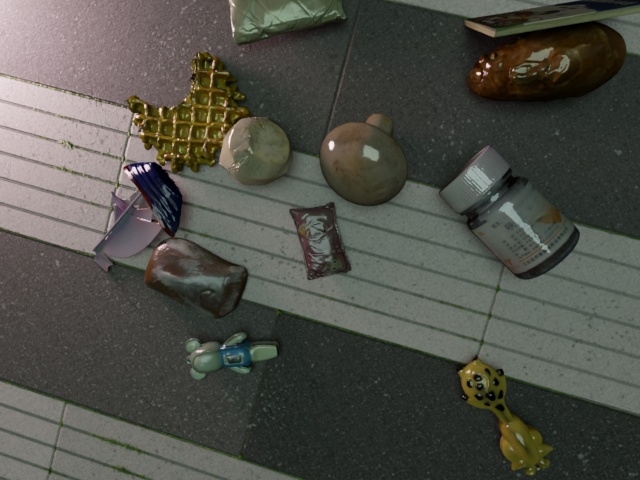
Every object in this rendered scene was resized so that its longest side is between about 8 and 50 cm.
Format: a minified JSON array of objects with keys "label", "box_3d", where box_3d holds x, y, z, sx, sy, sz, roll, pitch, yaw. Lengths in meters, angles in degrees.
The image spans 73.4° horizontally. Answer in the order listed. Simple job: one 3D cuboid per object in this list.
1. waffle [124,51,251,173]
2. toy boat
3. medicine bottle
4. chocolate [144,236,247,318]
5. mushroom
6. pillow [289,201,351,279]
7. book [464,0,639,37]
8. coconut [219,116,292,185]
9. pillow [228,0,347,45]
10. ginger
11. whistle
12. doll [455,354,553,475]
[{"label":"waffle","box_3d":[-0.322,-0.306,1.064,0.292,0.069,0.260,-34,87,7]},{"label":"toy boat","box_3d":[-0.458,-0.041,1.077,0.218,0.072,0.319,27,97,17]},{"label":"medicine bottle","box_3d":[0.409,-0.061,0.947,0.165,0.165,0.273,-44,88,6]},{"label":"chocolate","box_3d":[-0.320,0.096,1.069,0.253,0.080,0.157,25,94,5]},{"label":"mushroom","box_3d":[0.098,-0.181,0.984,0.206,0.209,0.207,4,123,7]},{"label":"pillow","box_3d":[0.000,0.000,1.054,0.117,0.043,0.185,-13,94,0]},{"label":"book","box_3d":[0.494,-0.478,0.906,0.321,0.228,0.018,-8,122,6]},{"label":"coconut","box_3d":[-0.156,-0.204,1.007,0.160,0.162,0.161,8,76,-33]},{"label":"pillow","box_3d":[-0.094,-0.623,1.027,0.273,0.076,0.281,-11,85,4]},{"label":"ginger","box_3d":[0.493,-0.385,0.924,0.320,0.172,0.165,-7,97,5]},{"label":"whistle","box_3d":[-0.218,0.282,1.073,0.235,0.077,0.114,-8,100,0]},{"label":"doll","box_3d":[0.426,0.405,1.001,0.117,0.086,0.291,-35,86,10]}]
